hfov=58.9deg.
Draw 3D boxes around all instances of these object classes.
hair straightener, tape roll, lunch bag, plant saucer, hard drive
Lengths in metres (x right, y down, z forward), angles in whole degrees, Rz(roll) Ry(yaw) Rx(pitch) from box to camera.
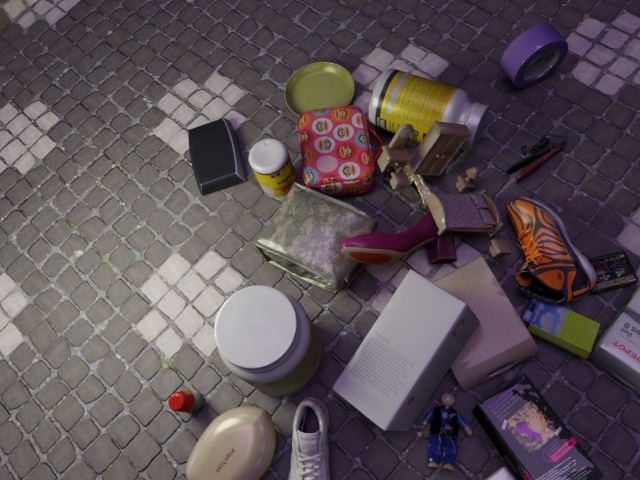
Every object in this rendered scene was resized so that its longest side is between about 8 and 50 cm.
[{"bbox_3d":[0.651,-0.270,1.713,0.230,0.047,0.089,-37,66,-7],"label":"hair straightener"},{"bbox_3d":[0.664,-0.572,1.766,0.188,0.189,0.080,-26,66,-2],"label":"tape roll"},{"bbox_3d":[0.067,-0.283,1.778,0.258,0.120,0.293,-7,65,6],"label":"lunch bag"},{"bbox_3d":[-0.002,-0.502,1.932,0.240,0.037,0.241,-3,67,8],"label":"plant saucer"},{"bbox_3d":[-0.353,-0.287,1.887,0.171,0.054,0.255,-18,65,1],"label":"hard drive"},{"bbox_3d":[0.000,0.000,1.640,0.287,0.169,0.235,24,72,23],"label":"lunch bag"}]

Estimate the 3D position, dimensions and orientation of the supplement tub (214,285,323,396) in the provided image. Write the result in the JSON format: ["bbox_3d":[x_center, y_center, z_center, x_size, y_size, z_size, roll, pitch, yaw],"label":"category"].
[{"bbox_3d":[-0.127,0.262,1.458,0.235,0.325,0.236,-3,66,8],"label":"supplement tub"}]

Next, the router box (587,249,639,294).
[{"bbox_3d":[0.781,0.087,1.538,0.122,0.038,0.092,-14,64,4],"label":"router box"}]

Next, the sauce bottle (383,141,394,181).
[{"bbox_3d":[0.214,-0.246,1.781,0.042,0.042,0.128,5,69,12],"label":"sauce bottle"}]

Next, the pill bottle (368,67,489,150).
[{"bbox_3d":[0.332,-0.394,1.744,0.333,0.188,0.188,23,72,19],"label":"pill bottle"}]

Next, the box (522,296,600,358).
[{"bbox_3d":[0.626,0.222,1.484,0.178,0.042,0.109,26,51,20],"label":"box"}]

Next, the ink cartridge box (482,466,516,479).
[{"bbox_3d":[0.428,0.693,1.289,0.198,0.115,0.273,-34,65,-6],"label":"ink cartridge box"}]

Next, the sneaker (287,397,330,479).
[{"bbox_3d":[-0.035,0.545,1.414,0.114,0.152,0.305,-4,67,5],"label":"sneaker"}]

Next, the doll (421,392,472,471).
[{"bbox_3d":[0.320,0.482,1.439,0.129,0.046,0.189,0,60,20],"label":"doll"}]

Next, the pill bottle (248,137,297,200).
[{"bbox_3d":[-0.137,-0.207,1.726,0.117,0.215,0.117,-4,66,8],"label":"pill bottle"}]

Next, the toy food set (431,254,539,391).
[{"bbox_3d":[0.410,0.217,1.529,0.219,0.092,0.306,-30,63,9],"label":"toy food set"}]

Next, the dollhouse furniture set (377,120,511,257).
[{"bbox_3d":[0.365,-0.142,1.549,0.303,0.174,0.356,1,52,-26],"label":"dollhouse furniture set"}]

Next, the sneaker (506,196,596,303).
[{"bbox_3d":[0.579,0.028,1.529,0.180,0.125,0.321,-23,62,-22],"label":"sneaker"}]

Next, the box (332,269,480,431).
[{"bbox_3d":[0.220,0.279,1.408,0.168,0.215,0.345,33,87,29],"label":"box"}]

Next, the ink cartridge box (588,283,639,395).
[{"bbox_3d":[0.851,0.235,1.415,0.211,0.121,0.289,37,78,22],"label":"ink cartridge box"}]

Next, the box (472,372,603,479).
[{"bbox_3d":[0.501,0.476,1.345,0.143,0.165,0.270,-31,65,-5],"label":"box"}]

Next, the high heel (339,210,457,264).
[{"bbox_3d":[0.213,-0.029,1.579,0.377,0.127,0.182,4,70,-30],"label":"high heel"}]

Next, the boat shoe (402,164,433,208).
[{"bbox_3d":[0.292,-0.164,1.725,0.048,0.056,0.153,-31,72,-10],"label":"boat shoe"}]

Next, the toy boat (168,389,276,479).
[{"bbox_3d":[-0.268,0.509,1.489,0.318,0.148,0.267,41,84,15],"label":"toy boat"}]
